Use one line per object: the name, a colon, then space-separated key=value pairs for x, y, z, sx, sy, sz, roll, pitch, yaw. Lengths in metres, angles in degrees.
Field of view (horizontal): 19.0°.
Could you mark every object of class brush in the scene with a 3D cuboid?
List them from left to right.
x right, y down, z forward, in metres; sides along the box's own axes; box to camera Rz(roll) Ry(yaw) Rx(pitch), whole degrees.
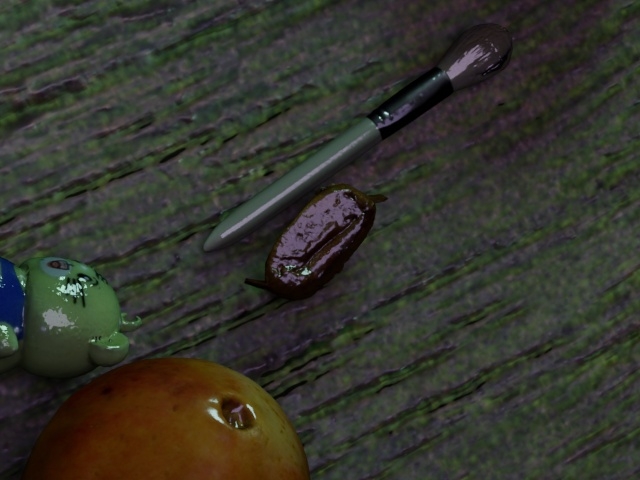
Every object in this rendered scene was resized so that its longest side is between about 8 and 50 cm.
brush: x=0.032 y=-0.075 z=1.447 sx=0.299 sy=0.039 sz=0.042 roll=-37 pitch=95 yaw=-18

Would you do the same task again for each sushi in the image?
sushi: x=0.000 y=0.000 z=1.416 sx=0.052 sy=0.055 sz=0.120 roll=39 pitch=81 yaw=-1

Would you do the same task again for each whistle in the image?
whistle: x=-0.234 y=0.048 z=1.314 sx=0.227 sy=0.105 sz=0.085 roll=6 pitch=114 yaw=-17

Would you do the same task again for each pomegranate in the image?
pomegranate: x=-0.105 y=0.179 z=1.278 sx=0.209 sy=0.209 sz=0.209 roll=2 pitch=82 yaw=-17
